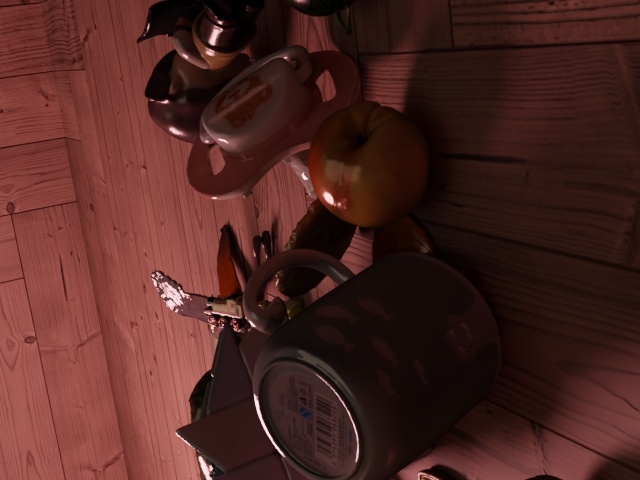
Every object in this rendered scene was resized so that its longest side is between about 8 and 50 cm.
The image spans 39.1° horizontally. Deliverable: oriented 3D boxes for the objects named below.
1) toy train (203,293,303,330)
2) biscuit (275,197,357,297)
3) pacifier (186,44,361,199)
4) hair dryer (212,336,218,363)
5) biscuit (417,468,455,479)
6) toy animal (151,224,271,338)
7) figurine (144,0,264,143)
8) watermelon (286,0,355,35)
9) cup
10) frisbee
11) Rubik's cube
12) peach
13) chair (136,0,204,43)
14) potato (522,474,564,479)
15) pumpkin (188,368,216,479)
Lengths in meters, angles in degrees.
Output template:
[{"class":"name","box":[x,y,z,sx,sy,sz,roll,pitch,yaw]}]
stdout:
[{"class":"toy train","box":[-0.141,0.153,1.869,0.250,0.053,0.085,3,110,36]},{"class":"biscuit","box":[0.001,0.001,1.447,0.033,0.220,0.219,32,135,22]},{"class":"pacifier","box":[-0.068,-0.176,1.458,0.273,0.332,0.220,57,-167,-4]},{"class":"hair dryer","box":[-0.231,0.341,2.175,0.203,0.128,0.361,-167,77,-75]},{"class":"biscuit","box":[0.217,0.459,1.434,0.220,0.029,0.142,54,147,37]},{"class":"toy animal","box":[-0.171,0.124,1.993,0.284,0.225,0.302,-4,113,43]},{"class":"figurine","box":[-0.213,-0.328,1.628,0.206,0.218,0.365,29,146,12]},{"class":"watermelon","box":[0.004,-0.385,1.322,0.141,0.141,0.187,-14,93,64]},{"class":"cup","box":[0.034,0.151,1.249,0.357,0.274,0.259,42,133,18]},{"class":"frisbee","box":[0.126,0.049,1.409,0.192,0.035,0.192,40,138,51]},{"class":"Rubik's cube","box":[-0.037,0.288,1.496,0.358,0.368,0.387,87,161,-72]},{"class":"peach","box":[0.070,-0.104,1.296,0.184,0.184,0.184,38,135,52]},{"class":"chair","box":[-0.246,-0.458,1.692,0.140,0.221,0.145,-40,67,62]},{"class":"potato","box":[0.299,0.417,1.118,0.169,0.143,0.248,-24,80,53]},{"class":"pumpkin","box":[-0.135,0.400,1.855,0.291,0.258,0.327,71,-171,-76]}]
